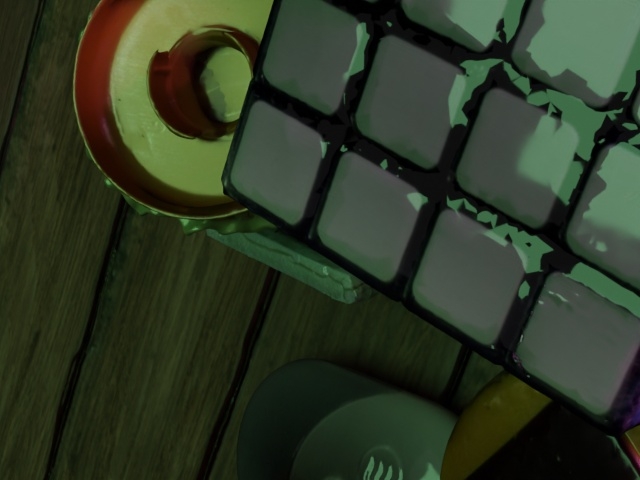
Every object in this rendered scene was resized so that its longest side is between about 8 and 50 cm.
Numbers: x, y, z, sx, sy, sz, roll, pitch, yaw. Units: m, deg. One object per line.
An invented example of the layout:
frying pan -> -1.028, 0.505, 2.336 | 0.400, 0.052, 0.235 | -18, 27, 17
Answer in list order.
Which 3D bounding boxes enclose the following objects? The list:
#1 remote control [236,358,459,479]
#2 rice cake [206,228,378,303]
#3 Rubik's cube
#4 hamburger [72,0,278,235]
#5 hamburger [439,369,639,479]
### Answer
remote control -> 0.041, 0.238, 1.291 | 0.332, 0.103, 0.221 | 18, 104, 43
rice cake -> 0.000, 0.000, 1.298 | 0.211, 0.124, 0.038 | 30, 129, 42
Rubik's cube -> 0.194, -0.124, 0.918 | 0.344, 0.344, 0.337 | 31, 114, 27
hamburger -> -0.075, -0.141, 1.238 | 0.274, 0.212, 0.274 | 1, 96, 14
hamburger -> 0.234, 0.209, 1.049 | 0.300, 0.176, 0.300 | 6, 99, 45
